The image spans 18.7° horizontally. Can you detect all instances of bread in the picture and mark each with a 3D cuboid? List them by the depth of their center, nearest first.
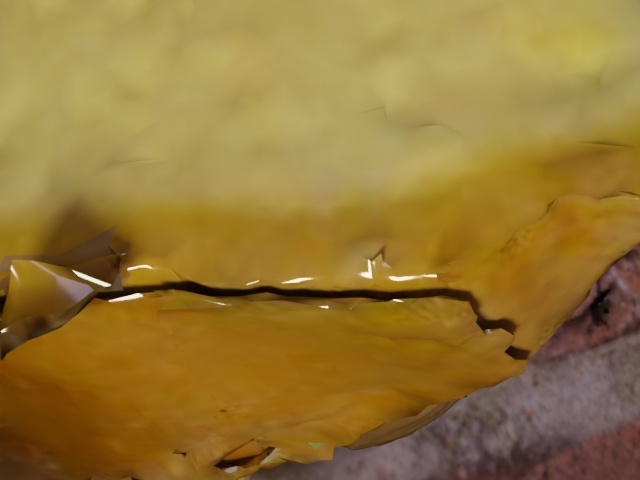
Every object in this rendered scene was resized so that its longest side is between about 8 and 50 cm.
[{"bbox_3d":[-0.098,-0.062,0.537,0.279,0.315,0.248,16,57,-30],"label":"bread"}]

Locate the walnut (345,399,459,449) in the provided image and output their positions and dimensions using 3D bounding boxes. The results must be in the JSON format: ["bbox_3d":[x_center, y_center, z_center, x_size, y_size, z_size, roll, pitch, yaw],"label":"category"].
[{"bbox_3d":[0.000,0.000,0.728,0.167,0.149,0.166,4,67,-9],"label":"walnut"}]
